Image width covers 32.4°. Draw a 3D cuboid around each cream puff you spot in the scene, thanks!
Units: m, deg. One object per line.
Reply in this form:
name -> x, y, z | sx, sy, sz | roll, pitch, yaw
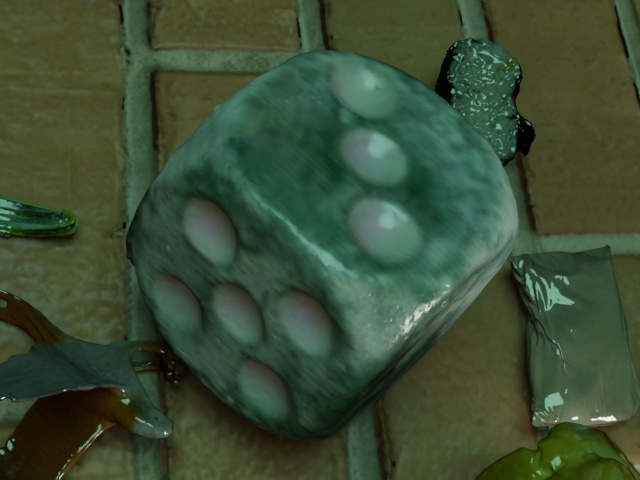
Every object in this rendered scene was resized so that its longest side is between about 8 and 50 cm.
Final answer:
cream puff -> 0.289, 0.381, 1.230 | 0.257, 0.324, 0.291 | -33, 51, 12

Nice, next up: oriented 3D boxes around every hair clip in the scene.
hair clip -> -0.405, -0.035, 1.429 | 0.188, 0.033, 0.060 | 11, 59, -3

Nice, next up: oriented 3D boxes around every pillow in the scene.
pillow -> 0.337, 0.123, 1.480 | 0.173, 0.067, 0.270 | 4, 62, -16

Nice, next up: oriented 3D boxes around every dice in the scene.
dice -> 0.000, 0.000, 1.292 | 0.348, 0.330, 0.328 | 42, 48, 12

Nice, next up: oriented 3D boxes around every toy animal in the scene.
toy animal -> -0.315, 0.151, 1.325 | 0.302, 0.225, 0.284 | -4, 42, -28

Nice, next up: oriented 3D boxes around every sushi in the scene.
sushi -> 0.231, -0.182, 1.593 | 0.147, 0.115, 0.212 | 4, 63, -6
